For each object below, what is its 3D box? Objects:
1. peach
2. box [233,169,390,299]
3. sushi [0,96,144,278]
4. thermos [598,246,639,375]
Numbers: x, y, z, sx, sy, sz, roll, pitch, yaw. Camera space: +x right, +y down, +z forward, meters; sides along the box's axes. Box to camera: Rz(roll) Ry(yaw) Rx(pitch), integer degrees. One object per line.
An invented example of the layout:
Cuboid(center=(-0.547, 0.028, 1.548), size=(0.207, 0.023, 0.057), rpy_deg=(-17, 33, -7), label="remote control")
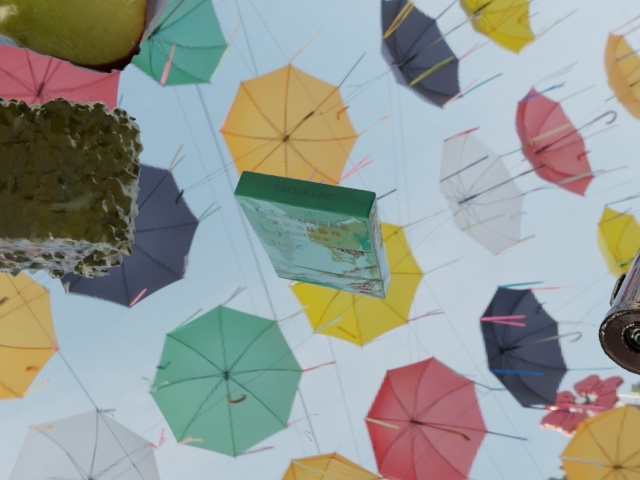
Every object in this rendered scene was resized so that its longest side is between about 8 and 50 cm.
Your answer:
Cuboid(center=(-0.306, -0.380, 0.816), size=(0.257, 0.361, 0.201), rpy_deg=(23, -114, -23), label="peach")
Cuboid(center=(0.000, 0.000, 0.807), size=(0.160, 0.226, 0.042), rpy_deg=(12, -115, 16), label="box")
Cuboid(center=(-0.476, -0.066, 0.979), size=(0.351, 0.396, 0.240), rpy_deg=(3, -102, -31), label="sushi")
Cuboid(center=(0.421, 0.060, 0.803), size=(0.232, 0.124, 0.099), rpy_deg=(-42, -76, -42), label="thermos")
